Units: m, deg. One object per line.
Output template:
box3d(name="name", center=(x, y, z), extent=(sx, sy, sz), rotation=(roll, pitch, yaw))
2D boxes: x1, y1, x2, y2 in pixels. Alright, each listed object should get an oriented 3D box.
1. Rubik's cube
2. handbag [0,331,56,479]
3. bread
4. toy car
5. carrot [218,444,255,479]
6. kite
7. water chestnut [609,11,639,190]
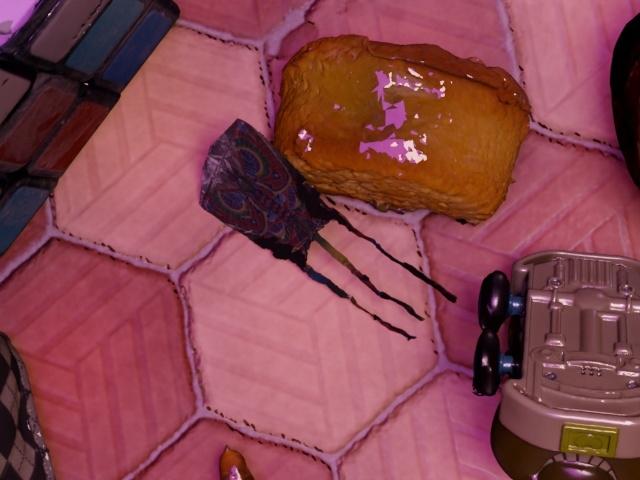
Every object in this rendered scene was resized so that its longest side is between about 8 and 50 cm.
box3d(name="Rubik's cube", center=(-0.398, -0.213, 1.151), extent=(0.362, 0.363, 0.359), rotation=(38, 93, 4))
box3d(name="handbag", center=(-0.396, 0.254, 1.082), extent=(0.180, 0.416, 0.317), rotation=(-21, 82, 16))
box3d(name="bread", center=(0.068, -0.116, 1.183), extent=(0.260, 0.147, 0.160), rotation=(15, 85, 9))
box3d(name="toy car", center=(0.238, 0.146, 1.110), extent=(0.204, 0.248, 0.198), rotation=(6, 124, 9))
box3d(name="carrot", center=(-0.075, 0.327, 1.210), extent=(0.059, 0.059, 0.248), rotation=(-7, 81, 8))
box3d(name="kite", center=(0.000, 0.000, 1.203), extent=(0.285, 0.152, 0.015), rotation=(35, 52, 4))
box3d(name="water chestnut", center=(0.387, -0.146, 1.089), extent=(0.289, 0.289, 0.244), rotation=(-49, 52, 2))
